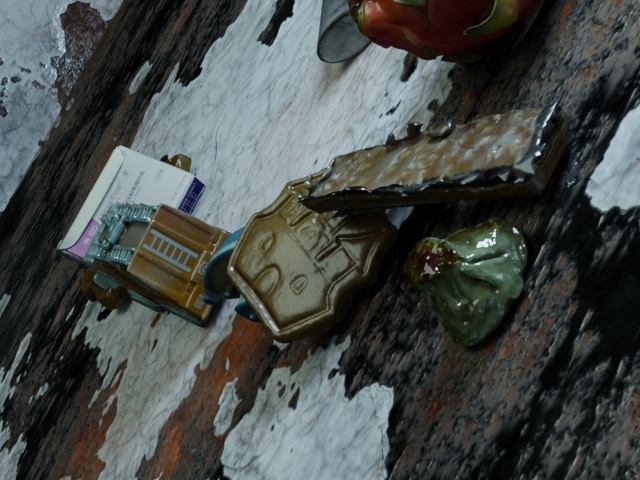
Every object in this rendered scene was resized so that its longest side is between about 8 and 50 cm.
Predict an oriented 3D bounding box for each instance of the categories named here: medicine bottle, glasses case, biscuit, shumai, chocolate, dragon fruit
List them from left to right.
[{"bbox_3d":[-0.298,-0.034,2.050,0.171,0.052,0.201,23,80,29],"label":"medicine bottle"},{"bbox_3d":[-0.301,-0.018,2.158,0.301,0.043,0.278,-49,26,20],"label":"biscuit"},{"bbox_3d":[-0.001,-0.001,1.419,0.215,0.034,0.182,-45,52,6],"label":"biscuit"},{"bbox_3d":[0.046,-0.375,1.845,0.114,0.060,0.299,-43,28,35],"label":"glasses case"},{"bbox_3d":[0.110,-0.068,1.276,0.329,0.065,0.102,-6,46,49],"label":"chocolate"},{"bbox_3d":[0.138,-0.295,1.359,0.227,0.224,0.224,-63,22,2],"label":"dragon fruit"},{"bbox_3d":[0.122,0.025,1.158,0.099,0.087,0.124,-35,32,48],"label":"shumai"}]

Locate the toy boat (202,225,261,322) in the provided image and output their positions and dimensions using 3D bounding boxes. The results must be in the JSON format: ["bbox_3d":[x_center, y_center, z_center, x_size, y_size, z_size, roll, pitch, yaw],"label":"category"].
[{"bbox_3d":[-0.083,0.045,1.565,0.215,0.088,0.102,-24,45,53],"label":"toy boat"}]

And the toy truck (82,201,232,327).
[{"bbox_3d":[-0.234,0.020,1.813,0.136,0.162,0.305,-64,22,-9],"label":"toy truck"}]
